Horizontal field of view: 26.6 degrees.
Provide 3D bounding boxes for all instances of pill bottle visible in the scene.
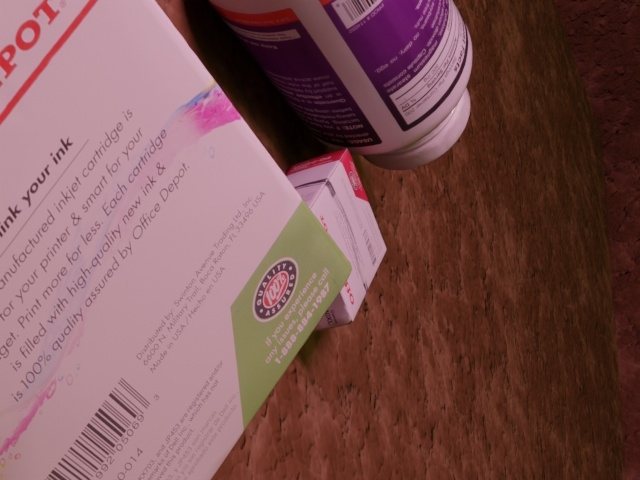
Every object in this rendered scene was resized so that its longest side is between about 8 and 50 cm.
[{"bbox_3d":[0.024,-0.199,1.212,0.323,0.181,0.182,50,32,-51],"label":"pill bottle"}]

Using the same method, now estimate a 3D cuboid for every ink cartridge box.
[{"bbox_3d":[-0.148,-0.017,0.593,0.207,0.119,0.353,-55,140,-16],"label":"ink cartridge box"},{"bbox_3d":[0.000,0.000,1.185,0.150,0.063,0.109,-59,132,-62],"label":"ink cartridge box"}]
